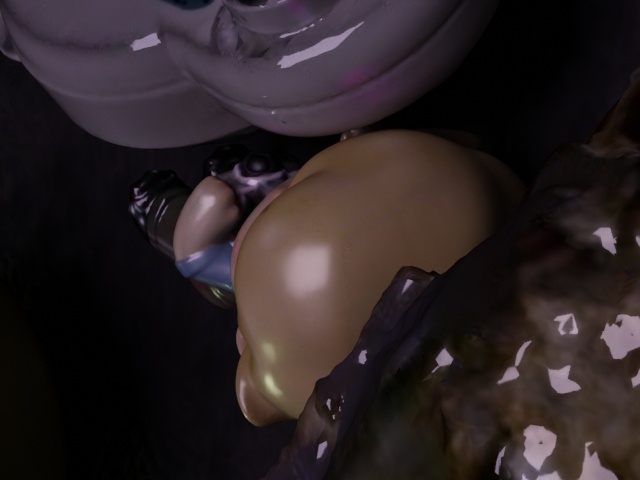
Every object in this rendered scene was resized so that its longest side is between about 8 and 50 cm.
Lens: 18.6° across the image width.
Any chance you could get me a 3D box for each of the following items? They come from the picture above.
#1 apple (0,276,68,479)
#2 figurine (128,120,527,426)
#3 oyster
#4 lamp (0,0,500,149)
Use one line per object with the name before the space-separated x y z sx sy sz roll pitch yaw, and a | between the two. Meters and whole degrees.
apple | -0.256 0.094 0.817 0.292 0.292 0.254 -45 66 30
figurine | 0.000 0.000 0.717 0.196 0.114 0.108 34 132 56
oyster | 0.059 0.067 0.576 0.337 0.133 0.198 -46 17 20
lamp | -0.021 -0.104 0.743 0.179 0.108 0.246 -53 39 -8
